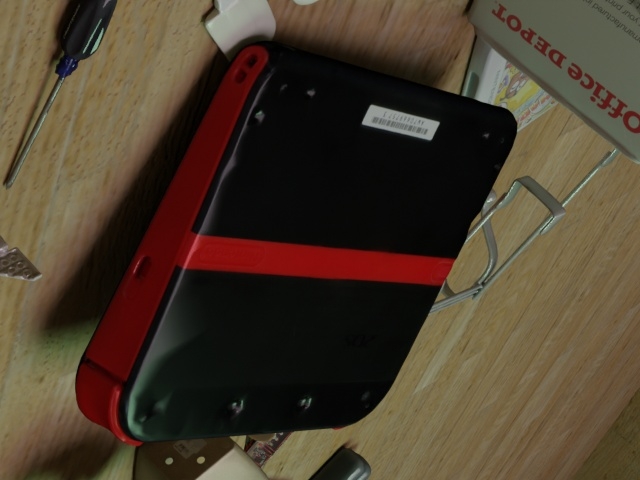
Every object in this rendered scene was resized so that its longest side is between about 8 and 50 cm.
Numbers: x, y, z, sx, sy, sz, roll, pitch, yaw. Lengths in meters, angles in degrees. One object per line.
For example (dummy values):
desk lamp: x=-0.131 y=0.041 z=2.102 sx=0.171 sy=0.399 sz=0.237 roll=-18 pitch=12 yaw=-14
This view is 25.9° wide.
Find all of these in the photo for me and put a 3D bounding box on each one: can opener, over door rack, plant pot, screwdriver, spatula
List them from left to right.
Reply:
screwdriver: x=-0.169 y=-0.095 z=0.873 sx=0.024 sy=0.025 sz=0.170 roll=-19 pitch=154 yaw=-51
plant pot: x=-0.126 y=0.234 z=1.413 sx=0.109 sy=0.109 sz=0.096 roll=-38 pitch=144 yaw=-19
spatula: x=-0.026 y=-0.216 z=0.917 sx=0.168 sy=0.019 sz=0.242 roll=-40 pitch=157 yaw=-2
can opener: x=-0.029 y=0.410 z=1.921 sx=0.280 sy=0.093 sz=0.074 roll=-50 pitch=158 yaw=-3
over door rack: x=0.168 y=-0.012 z=1.466 sx=0.240 sy=0.108 sz=0.324 roll=-20 pitch=167 yaw=-49

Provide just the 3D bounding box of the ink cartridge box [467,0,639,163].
ink cartridge box: x=0.285 y=-0.250 z=1.139 sx=0.129 sy=0.223 sz=0.307 roll=-28 pitch=152 yaw=-40

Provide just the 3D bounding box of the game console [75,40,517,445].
game console: x=-0.009 y=0.015 z=1.170 sx=0.387 sy=0.060 sz=0.342 roll=5 pitch=113 yaw=-54

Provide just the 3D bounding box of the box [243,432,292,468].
box: x=-0.031 y=0.184 z=1.542 sx=0.137 sy=0.027 sz=0.094 roll=-49 pitch=-174 yaw=5

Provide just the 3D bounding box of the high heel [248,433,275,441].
high heel: x=-0.017 y=0.085 z=1.413 sx=0.117 sy=0.082 sz=0.244 roll=-65 pitch=172 yaw=-61

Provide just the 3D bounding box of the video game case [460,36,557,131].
video game case: x=0.225 y=-0.187 z=1.410 sx=0.227 sy=0.026 sz=0.206 roll=-35 pitch=156 yaw=-26

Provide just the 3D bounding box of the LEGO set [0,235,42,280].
LEGO set: x=-0.288 y=0.049 z=0.839 sx=0.244 sy=0.060 sz=0.182 roll=-46 pitch=159 yaw=9
